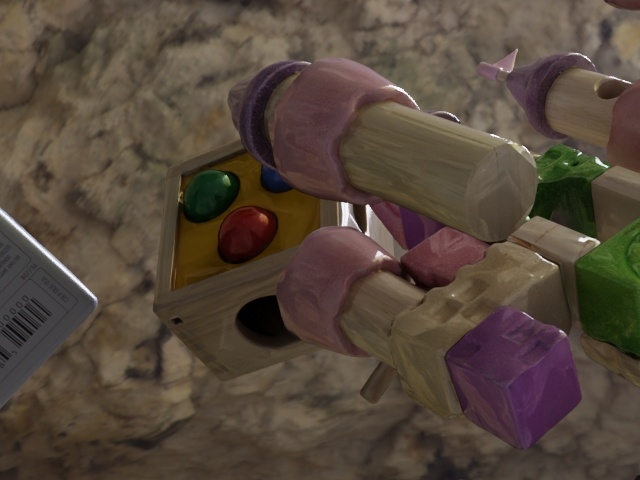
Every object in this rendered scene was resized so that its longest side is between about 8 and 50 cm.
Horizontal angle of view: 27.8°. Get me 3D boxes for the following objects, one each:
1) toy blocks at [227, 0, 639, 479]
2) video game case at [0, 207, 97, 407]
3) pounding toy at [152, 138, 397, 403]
[{"bbox_3d":[0.102,-0.005,0.712,0.288,0.260,0.309,-32,-56,-26],"label":"toy blocks"},{"bbox_3d":[-0.342,0.063,0.750,0.329,0.036,0.300,-46,-56,-7],"label":"video game case"},{"bbox_3d":[0.005,0.005,0.785,0.094,0.206,0.181,52,-154,-40],"label":"pounding toy"}]
